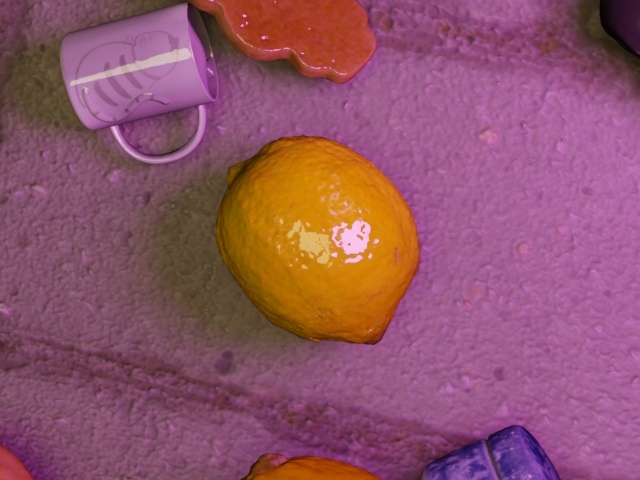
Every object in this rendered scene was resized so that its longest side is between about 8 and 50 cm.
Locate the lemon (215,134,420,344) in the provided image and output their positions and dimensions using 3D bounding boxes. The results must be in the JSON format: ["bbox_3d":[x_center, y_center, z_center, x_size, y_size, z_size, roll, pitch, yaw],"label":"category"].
[{"bbox_3d":[-0.002,-0.001,1.241,0.193,0.180,0.181,36,96,29],"label":"lemon"}]

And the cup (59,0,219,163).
[{"bbox_3d":[-0.168,-0.149,1.293,0.133,0.099,0.136,-12,76,8],"label":"cup"}]

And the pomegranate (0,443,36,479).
[{"bbox_3d":[-0.355,0.287,1.291,0.207,0.207,0.207,0,91,8],"label":"pomegranate"}]

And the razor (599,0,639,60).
[{"bbox_3d":[0.418,-0.270,1.203,0.204,0.113,0.349,41,96,8],"label":"razor"}]

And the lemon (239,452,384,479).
[{"bbox_3d":[0.004,0.328,1.208,0.267,0.267,0.267,0,91,8],"label":"lemon"}]

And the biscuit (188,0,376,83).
[{"bbox_3d":[-0.050,-0.240,1.280,0.236,0.040,0.144,41,69,-3],"label":"biscuit"}]

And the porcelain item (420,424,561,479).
[{"bbox_3d":[0.171,0.250,1.231,0.114,0.147,0.147,-25,87,8],"label":"porcelain item"}]
